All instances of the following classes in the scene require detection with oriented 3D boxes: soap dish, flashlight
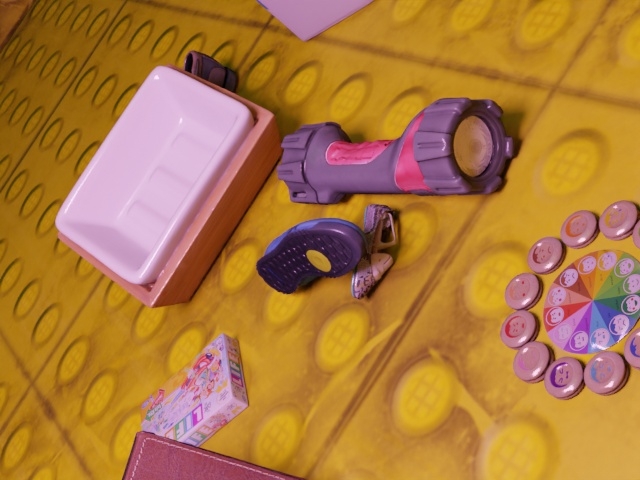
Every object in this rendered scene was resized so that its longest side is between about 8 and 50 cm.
[{"bbox_3d":[-0.200,-0.074,1.313,0.229,0.118,0.291,30,86,37],"label":"soap dish"},{"bbox_3d":[0.067,-0.099,1.071,0.103,0.103,0.304,-41,26,-27],"label":"flashlight"}]

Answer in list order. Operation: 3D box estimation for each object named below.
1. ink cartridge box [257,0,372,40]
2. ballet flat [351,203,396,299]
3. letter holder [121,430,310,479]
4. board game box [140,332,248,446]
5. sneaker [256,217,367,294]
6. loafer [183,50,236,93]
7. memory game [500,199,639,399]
[{"bbox_3d":[-0.006,-0.446,1.384,0.168,0.171,0.233,-23,46,38],"label":"ink cartridge box"},{"bbox_3d":[0.060,0.010,1.043,0.041,0.041,0.114,-17,51,43],"label":"ballet flat"},{"bbox_3d":[-0.114,0.359,0.887,0.152,0.214,0.302,120,166,-63],"label":"letter holder"},{"bbox_3d":[-0.152,0.194,1.154,0.154,0.026,0.103,-41,37,20],"label":"board game box"},{"bbox_3d":[0.000,0.000,1.064,0.082,0.069,0.209,-47,9,-26],"label":"sneaker"},{"bbox_3d":[-0.210,-0.163,1.472,0.096,0.084,0.268,-11,54,46],"label":"loafer"},{"bbox_3d":[0.229,0.047,0.825,0.186,0.012,0.186,-31,42,32],"label":"memory game"}]
